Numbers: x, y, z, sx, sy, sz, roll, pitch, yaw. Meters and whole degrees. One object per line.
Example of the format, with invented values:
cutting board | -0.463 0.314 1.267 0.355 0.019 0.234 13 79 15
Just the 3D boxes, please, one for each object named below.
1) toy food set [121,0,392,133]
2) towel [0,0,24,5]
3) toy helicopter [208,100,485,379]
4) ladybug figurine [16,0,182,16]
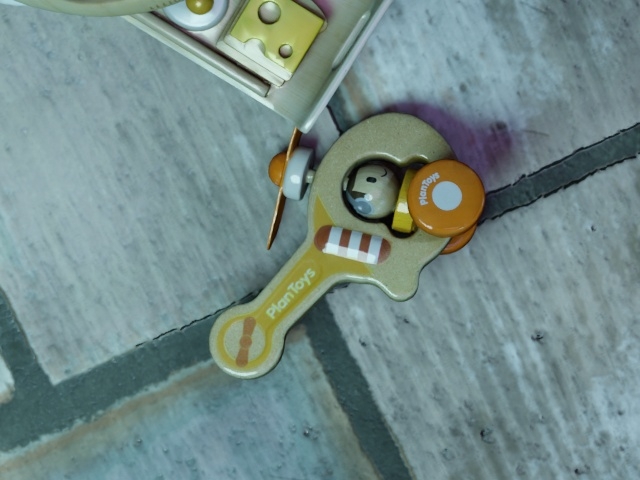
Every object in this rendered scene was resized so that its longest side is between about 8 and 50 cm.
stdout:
toy food set | -0.085 -0.282 1.585 0.306 0.092 0.219 32 98 -2
towel | -0.405 -0.363 1.577 0.285 0.034 0.209 7 104 -7
toy helicopter | 0.000 0.000 1.657 0.235 0.140 0.355 42 84 8
ladybug figurine | -0.194 -0.340 1.343 0.305 0.449 0.161 -16 79 -1
